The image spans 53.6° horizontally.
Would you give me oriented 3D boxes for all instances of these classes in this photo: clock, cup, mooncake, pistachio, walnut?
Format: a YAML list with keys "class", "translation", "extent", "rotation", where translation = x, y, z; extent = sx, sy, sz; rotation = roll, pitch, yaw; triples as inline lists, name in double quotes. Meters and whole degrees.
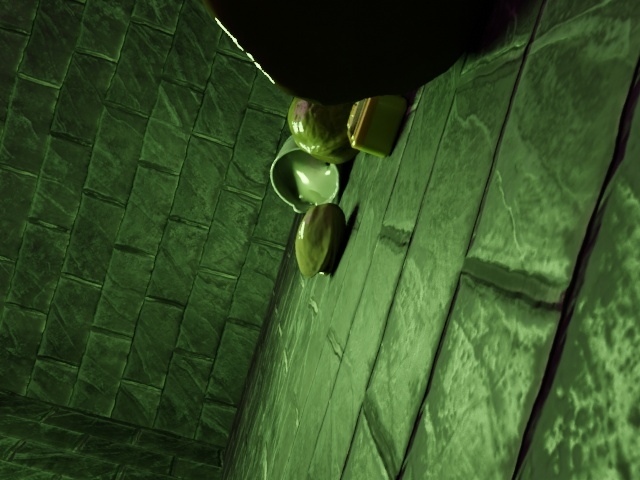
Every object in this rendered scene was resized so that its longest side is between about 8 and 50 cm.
- class: "clock"
  translation: [0.123, -0.276, 1.427]
  extent: [0.202, 0.096, 0.143]
  rotation: [-96, 27, -71]
- class: "cup"
  translation: [-0.004, -0.258, 2.004]
  extent: [0.289, 0.219, 0.258]
  rotation: [-33, 21, 28]
- class: "mooncake"
  translation: [0.038, -0.442, 0.997]
  extent: [0.262, 0.467, 0.467]
  rotation: [-99, 27, -69]
- class: "pistachio"
  translation: [0.000, 0.000, 1.661]
  extent: [0.136, 0.135, 0.226]
  rotation: [-85, 8, -60]
- class: "walnut"
  translation: [0.044, -0.344, 1.684]
  extent: [0.283, 0.227, 0.283]
  rotation: [-20, 51, 27]
